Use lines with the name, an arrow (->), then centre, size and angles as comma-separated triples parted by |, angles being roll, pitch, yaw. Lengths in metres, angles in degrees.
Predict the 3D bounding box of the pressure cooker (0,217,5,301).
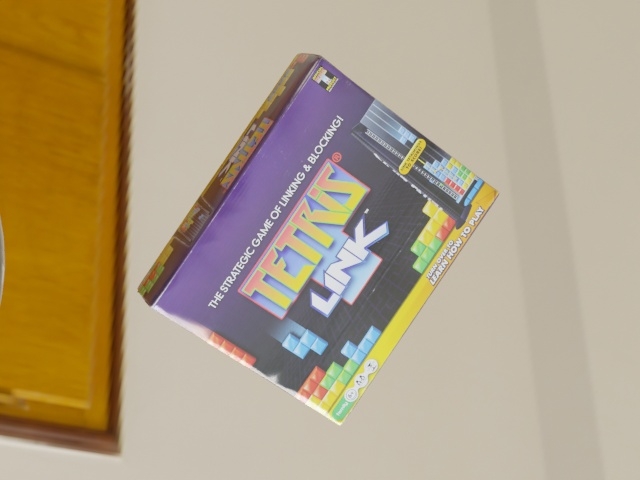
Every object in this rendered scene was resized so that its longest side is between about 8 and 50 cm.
pressure cooker -> -0.402, -0.001, 0.699 | 0.370, 0.420, 0.376 | -104, 178, -85

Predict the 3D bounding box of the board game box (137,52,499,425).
board game box -> 0.000, 0.000, 0.723 | 0.170, 0.141, 0.048 | -56, -157, 0
